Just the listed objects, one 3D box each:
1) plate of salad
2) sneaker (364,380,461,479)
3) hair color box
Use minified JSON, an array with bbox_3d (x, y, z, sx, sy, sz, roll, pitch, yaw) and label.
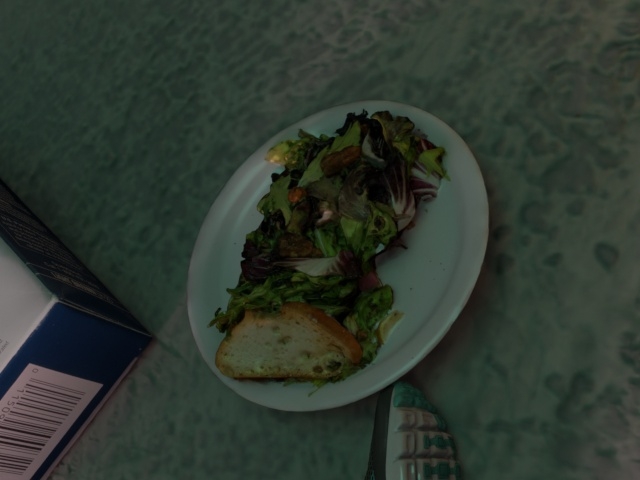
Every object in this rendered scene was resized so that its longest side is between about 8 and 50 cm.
[{"bbox_3d":[0.000,0.000,0.639,0.200,0.048,0.200,-16,57,25],"label":"plate of salad"},{"bbox_3d":[0.031,0.156,0.574,0.076,0.065,0.166,-15,61,31],"label":"sneaker"},{"bbox_3d":[-0.288,0.020,0.759,0.347,0.105,0.174,40,93,32],"label":"hair color box"}]
